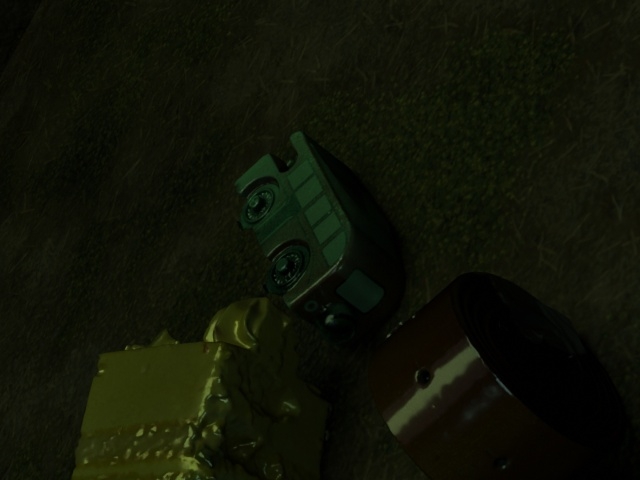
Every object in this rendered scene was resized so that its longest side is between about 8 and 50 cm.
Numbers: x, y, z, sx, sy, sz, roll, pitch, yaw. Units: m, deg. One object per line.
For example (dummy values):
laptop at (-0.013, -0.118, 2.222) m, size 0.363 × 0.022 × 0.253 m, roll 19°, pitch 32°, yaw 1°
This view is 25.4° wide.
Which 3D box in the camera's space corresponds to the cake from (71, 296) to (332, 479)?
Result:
cake at (-0.132, 0.220, 1.673) m, size 0.227 × 0.222 × 0.286 m, roll -10°, pitch 58°, yaw 33°

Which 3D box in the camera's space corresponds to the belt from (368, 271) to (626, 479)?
belt at (0.165, 0.138, 1.314) m, size 0.122 × 0.338 × 0.217 m, roll -44°, pitch 76°, yaw 17°

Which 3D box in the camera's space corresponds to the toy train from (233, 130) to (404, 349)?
toy train at (0.000, 0.000, 1.785) m, size 0.159 × 0.129 × 0.326 m, roll -43°, pitch 36°, yaw 13°
